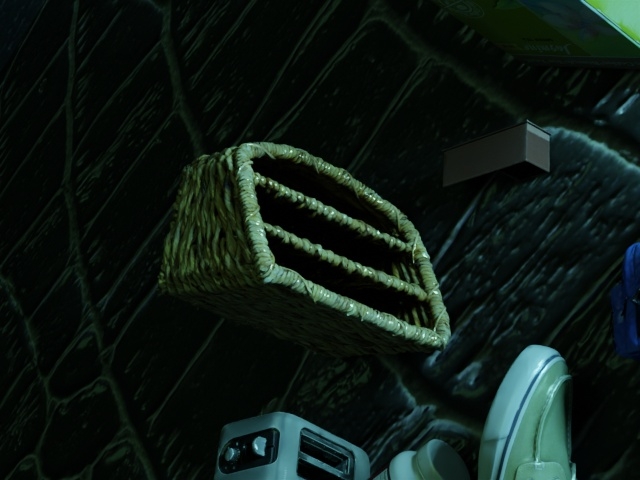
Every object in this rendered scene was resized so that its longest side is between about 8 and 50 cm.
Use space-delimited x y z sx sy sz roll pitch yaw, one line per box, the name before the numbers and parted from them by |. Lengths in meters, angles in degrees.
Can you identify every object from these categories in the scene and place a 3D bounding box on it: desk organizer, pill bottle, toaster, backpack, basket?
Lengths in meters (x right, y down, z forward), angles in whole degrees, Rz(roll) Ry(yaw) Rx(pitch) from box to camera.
desk organizer | 0.206 -0.094 1.306 0.130 0.047 0.050 -17 61 46
pill bottle | 0.089 0.285 1.209 0.152 0.086 0.086 -44 42 26
toaster | -0.032 0.310 1.283 0.110 0.185 0.168 -25 45 39
backpack | 0.323 0.055 1.038 0.101 0.098 0.120 -20 56 48
basket | 0.000 0.000 1.298 0.223 0.299 0.213 -10 61 51

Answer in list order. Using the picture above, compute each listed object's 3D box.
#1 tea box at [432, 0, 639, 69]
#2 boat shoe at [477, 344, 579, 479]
tea box | 0.256 -0.392 1.174 0.220 0.323 0.329 13 81 52
boat shoe | 0.209 0.256 1.083 0.094 0.109 0.302 11 88 37
